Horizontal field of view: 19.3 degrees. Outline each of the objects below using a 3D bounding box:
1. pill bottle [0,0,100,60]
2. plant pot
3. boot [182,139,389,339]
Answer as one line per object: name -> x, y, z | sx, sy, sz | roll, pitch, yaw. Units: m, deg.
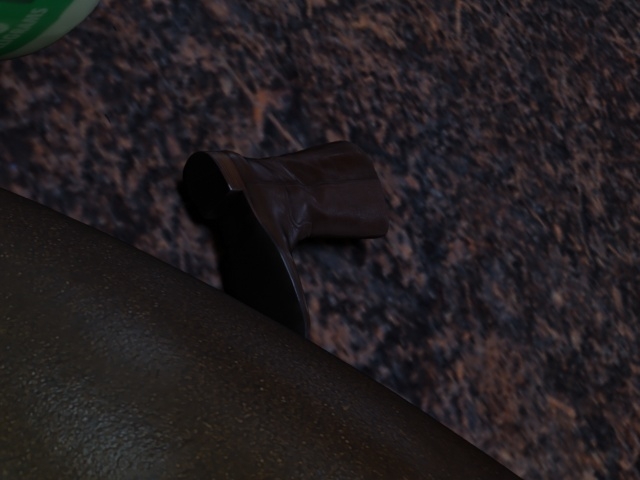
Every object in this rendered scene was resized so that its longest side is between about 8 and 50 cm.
pill bottle -> -0.244, -0.164, 0.618 | 0.361, 0.204, 0.204 | -4, 62, -45
plant pot -> -0.080, 0.088, 0.597 | 0.230, 0.215, 0.215 | 42, 36, 13
boot -> 0.000, 0.000, 0.864 | 0.114, 0.037, 0.106 | -3, 64, -51
